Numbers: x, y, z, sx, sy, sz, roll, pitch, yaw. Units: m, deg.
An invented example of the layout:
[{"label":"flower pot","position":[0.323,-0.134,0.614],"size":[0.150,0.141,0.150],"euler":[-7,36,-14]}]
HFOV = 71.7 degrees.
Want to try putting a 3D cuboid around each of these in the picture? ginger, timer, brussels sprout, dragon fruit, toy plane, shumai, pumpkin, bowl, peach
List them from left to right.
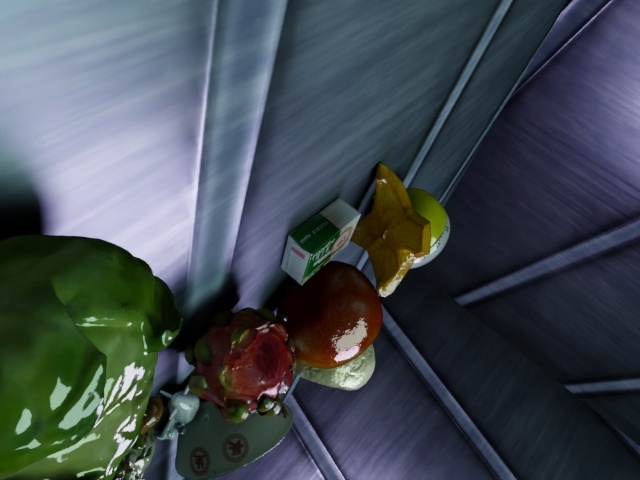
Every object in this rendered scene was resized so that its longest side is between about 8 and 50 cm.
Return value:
[{"label":"brussels sprout","position":[-0.268,0.129,0.404],"size":[0.294,0.227,0.260],"euler":[-24,135,-43]},{"label":"shumai","position":[-0.412,0.489,0.952],"size":[0.184,0.142,0.184],"euler":[-42,161,-18]},{"label":"ginger","position":[-0.382,0.366,0.895],"size":[0.103,0.073,0.162],"euler":[-44,176,32]},{"label":"toy plane","position":[-0.335,0.395,1.066],"size":[0.174,0.080,0.174],"euler":[23,90,-84]},{"label":"bowl","position":[-0.254,0.471,1.211],"size":[0.336,0.158,0.337],"euler":[-17,-174,2]},{"label":"dragon fruit","position":[-0.159,0.260,0.969],"size":[0.307,0.242,0.228],"euler":[1,89,-65]},{"label":"peach","position":[0.017,0.220,1.285],"size":[0.332,0.308,0.308],"euler":[-22,149,-37]},{"label":"pumpkin","position":[0.189,-0.027,1.250],"size":[0.095,0.258,0.290],"euler":[-13,146,-43]},{"label":"timer","position":[0.256,-0.071,1.427],"size":[0.285,0.285,0.285],"euler":[-45,163,-18]}]

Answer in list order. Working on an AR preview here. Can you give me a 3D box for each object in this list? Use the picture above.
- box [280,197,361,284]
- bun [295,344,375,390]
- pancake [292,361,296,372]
[{"label":"box","position":[0.000,0.000,1.101],"size":[0.199,0.081,0.135],"euler":[-42,162,-35]},{"label":"bun","position":[0.041,0.385,1.638],"size":[0.352,0.348,0.228],"euler":[10,100,-49]},{"label":"pancake","position":[-0.170,0.348,1.297],"size":[0.376,0.197,0.055],"euler":[-161,-111,-86]}]
